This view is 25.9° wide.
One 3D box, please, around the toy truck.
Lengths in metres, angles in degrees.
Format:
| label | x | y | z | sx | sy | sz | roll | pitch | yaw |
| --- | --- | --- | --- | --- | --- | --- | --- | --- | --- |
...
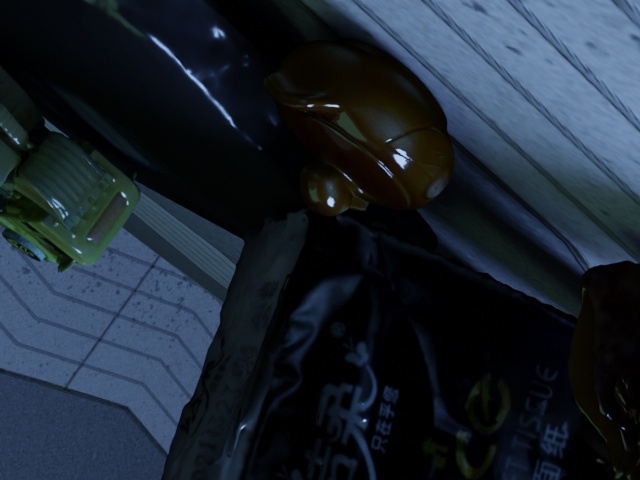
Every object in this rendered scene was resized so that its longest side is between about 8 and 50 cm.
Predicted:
| label | x | y | z | sx | sy | sz | roll | pitch | yaw |
| --- | --- | --- | --- | --- | --- | --- | --- | --- | --- |
| toy truck | -0.199 | -0.061 | 0.891 | 0.191 | 0.085 | 0.116 | 44 | 162 | -31 |

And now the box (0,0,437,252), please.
| label | x | y | z | sx | sy | sz | roll | pitch | yaw |
| --- | --- | --- | --- | --- | --- | --- | --- | --- | --- |
| box | -0.116 | -0.108 | 0.891 | 0.350 | 0.091 | 0.359 | 27 | 168 | 42 |

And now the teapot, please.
| label | x | y | z | sx | sy | sz | roll | pitch | yaw |
| --- | --- | --- | --- | --- | --- | --- | --- | --- | --- |
| teapot | 0.014 | -0.051 | 0.708 | 0.098 | 0.078 | 0.129 | 30 | 170 | 32 |

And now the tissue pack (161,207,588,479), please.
| label | x | y | z | sx | sy | sz | roll | pitch | yaw |
| --- | --- | --- | --- | --- | --- | --- | --- | --- | --- |
| tissue pack | 0.076 | 0.147 | 0.806 | 0.332 | 0.245 | 0.123 | 24 | 163 | -23 |

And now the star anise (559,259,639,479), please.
| label | x | y | z | sx | sy | sz | roll | pitch | yaw |
| --- | --- | --- | --- | --- | --- | --- | --- | --- | --- |
| star anise | 0.187 | 0.122 | 0.698 | 0.125 | 0.220 | 0.190 | -13 | -145 | -38 |
